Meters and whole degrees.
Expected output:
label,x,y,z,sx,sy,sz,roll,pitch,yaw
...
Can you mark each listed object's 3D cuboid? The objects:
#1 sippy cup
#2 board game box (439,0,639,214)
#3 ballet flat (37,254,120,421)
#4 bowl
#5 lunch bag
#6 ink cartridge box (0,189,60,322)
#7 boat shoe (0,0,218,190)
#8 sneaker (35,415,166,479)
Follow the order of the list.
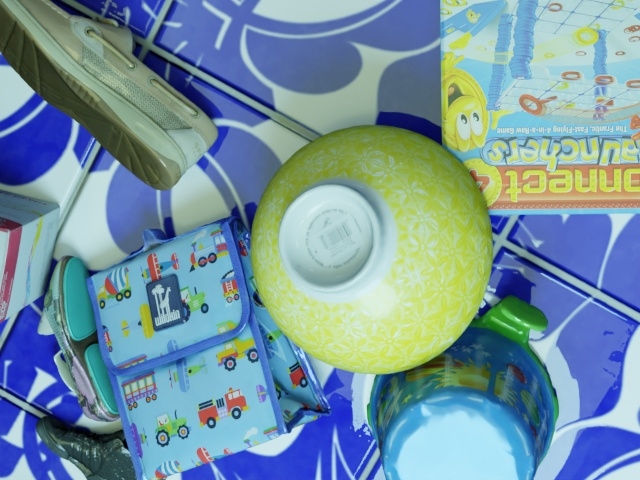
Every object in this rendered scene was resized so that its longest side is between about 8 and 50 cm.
label,x,y,z,sx,sy,sz,roll,pitch,yaw
sippy cup,0.163,0.226,1.436,0.240,0.224,0.306,-9,97,9
board game box,0.291,-0.184,1.421,0.308,0.086,0.302,-1,99,8
ballet flat,-0.314,0.131,1.570,0.079,0.077,0.222,-14,98,29
bowl,0.036,0.004,1.359,0.289,0.156,0.290,-2,84,20
lunch bag,-0.152,0.120,1.515,0.220,0.138,0.293,-23,84,24
ink cartridge box,-0.415,0.014,1.507,0.128,0.176,0.127,14,103,6
boat shoe,-0.275,-0.210,1.493,0.341,0.121,0.110,44,65,-4
sneaker,-0.280,0.268,1.595,0.170,0.051,0.089,45,102,-6
